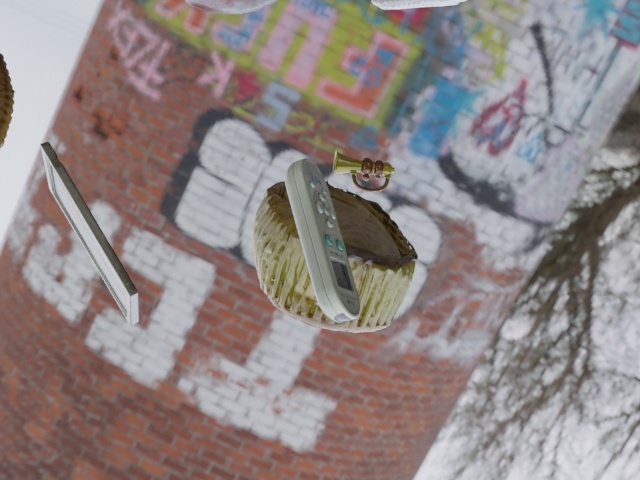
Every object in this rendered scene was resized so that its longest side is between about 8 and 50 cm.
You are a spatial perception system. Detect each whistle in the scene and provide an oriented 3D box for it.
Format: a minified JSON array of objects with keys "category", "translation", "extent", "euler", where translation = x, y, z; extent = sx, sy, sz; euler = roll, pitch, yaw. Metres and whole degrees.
[{"category":"whistle","translation":[0.075,-0.122,1.978],"extent":[0.109,0.046,0.057],"euler":[11,-136,-1]}]

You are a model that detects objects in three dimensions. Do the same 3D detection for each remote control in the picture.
[{"category":"remote control","translation":[0.000,0.000,1.426],"extent":[0.078,0.042,0.221],"euler":[26,-133,-63]}]

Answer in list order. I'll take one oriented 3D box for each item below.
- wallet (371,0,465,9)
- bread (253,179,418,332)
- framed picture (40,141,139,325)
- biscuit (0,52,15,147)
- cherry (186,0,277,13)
[{"category":"wallet","translation":[0.185,-0.417,1.886],"extent":[0.183,0.032,0.124],"euler":[3,-149,35]},{"category":"bread","translation":[0.013,0.020,1.611],"extent":[0.227,0.142,0.253],"euler":[8,-158,-17]},{"category":"framed picture","translation":[-0.377,-0.007,1.851],"extent":[0.289,0.020,0.211],"euler":[58,163,10]},{"category":"biscuit","translation":[-0.506,-0.157,1.287],"extent":[0.305,0.305,0.038],"euler":[26,158,0]},{"category":"cherry","translation":[-0.076,-0.402,1.315],"extent":[0.236,0.285,0.213],"euler":[29,-162,-12]}]
